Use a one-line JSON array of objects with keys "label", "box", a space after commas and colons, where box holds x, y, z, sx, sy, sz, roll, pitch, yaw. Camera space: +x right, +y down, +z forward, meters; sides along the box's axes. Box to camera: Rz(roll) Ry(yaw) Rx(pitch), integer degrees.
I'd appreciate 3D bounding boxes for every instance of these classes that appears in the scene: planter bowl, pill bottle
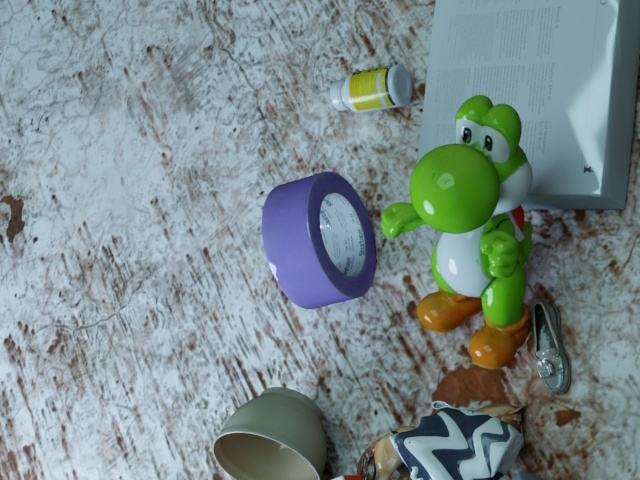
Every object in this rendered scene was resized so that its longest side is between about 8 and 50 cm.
[{"label": "planter bowl", "box": [-0.059, 0.277, 1.921, 0.162, 0.162, 0.109, -5, 44, 33]}, {"label": "pill bottle", "box": [0.076, -0.228, 2.061, 0.116, 0.065, 0.065, -6, 69, 32]}]

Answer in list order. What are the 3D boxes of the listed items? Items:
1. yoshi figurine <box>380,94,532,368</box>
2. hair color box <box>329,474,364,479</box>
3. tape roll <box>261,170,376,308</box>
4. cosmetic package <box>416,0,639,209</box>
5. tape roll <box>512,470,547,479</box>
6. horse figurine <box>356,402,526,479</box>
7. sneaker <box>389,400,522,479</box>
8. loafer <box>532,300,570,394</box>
[{"label": "yoshi figurine", "box": [0.179, -0.004, 1.716, 0.204, 0.362, 0.203, -2, 37, 3]}, {"label": "hair color box", "box": [0.030, 0.406, 1.805, 0.093, 0.053, 0.167, -27, 67, 30]}, {"label": "tape roll", "box": [0.000, 0.000, 1.950, 0.080, 0.189, 0.189, -15, 65, 30]}, {"label": "cosmetic package", "box": [0.292, -0.232, 1.879, 0.284, 0.097, 0.377, 1, 79, 37]}, {"label": "tape roll", "box": [0.295, 0.371, 1.591, 0.072, 0.219, 0.219, -49, 53, 8]}, {"label": "horse figurine", "box": [0.147, 0.308, 1.814, 0.263, 0.066, 0.174, -7, 77, 29]}, {"label": "sneaker", "box": [0.138, 0.312, 1.729, 0.153, 0.094, 0.235, 28, 95, 27]}, {"label": "loafer", "box": [0.298, 0.140, 1.788, 0.045, 0.039, 0.125, -18, 63, 27]}]
